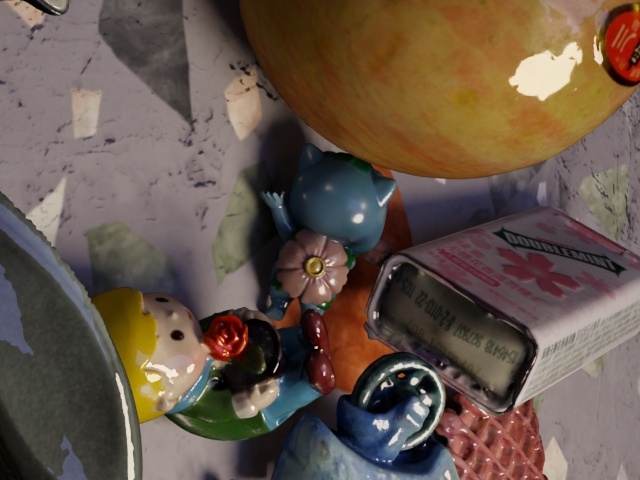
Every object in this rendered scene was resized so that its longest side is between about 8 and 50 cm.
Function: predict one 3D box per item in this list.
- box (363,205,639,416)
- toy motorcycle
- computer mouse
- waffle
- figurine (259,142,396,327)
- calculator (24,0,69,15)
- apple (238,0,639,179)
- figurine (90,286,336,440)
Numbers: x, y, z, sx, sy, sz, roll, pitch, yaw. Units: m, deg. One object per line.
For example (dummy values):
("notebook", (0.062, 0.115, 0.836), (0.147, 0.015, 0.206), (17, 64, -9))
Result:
("box", (0.216, 0.065, 1.368), (0.369, 0.190, 0.112), (-16, 131, -53))
("toy motorcycle", (0.047, 0.284, 1.222), (0.241, 0.182, 0.319), (-37, 119, -41))
("computer mouse", (-0.228, 0.060, 0.880), (0.114, 0.203, 0.374), (-38, 113, -30))
("waffle", (0.199, 0.267, 1.489), (0.221, 0.055, 0.234), (-11, 99, -48))
("figurine", (0.005, 0.002, 1.240), (0.178, 0.114, 0.144), (-68, 159, -5))
("calculator", (-0.273, -0.296, 0.950), (0.177, 0.040, 0.268), (-16, 103, -47))
("apple", (0.120, -0.250, 1.149), (0.346, 0.391, 0.391), (45, 59, -25))
("figurine", (-0.110, 0.095, 1.048), (0.234, 0.185, 0.127), (37, 45, -45))
